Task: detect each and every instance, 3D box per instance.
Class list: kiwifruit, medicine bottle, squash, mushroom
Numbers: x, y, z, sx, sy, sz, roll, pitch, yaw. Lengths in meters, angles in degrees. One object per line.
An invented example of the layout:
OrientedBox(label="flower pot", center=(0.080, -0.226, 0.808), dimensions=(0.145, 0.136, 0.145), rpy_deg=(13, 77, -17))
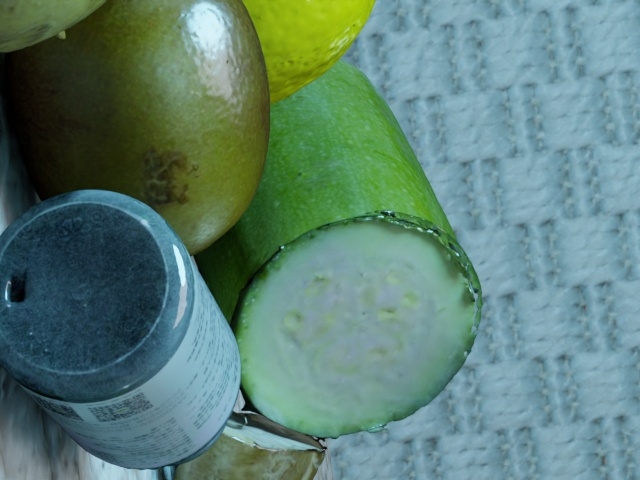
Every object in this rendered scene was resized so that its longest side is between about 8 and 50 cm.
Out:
OrientedBox(label="kiwifruit", center=(-0.129, -0.094, 1.423), dimensions=(0.196, 0.196, 0.234), rpy_deg=(-87, 172, -67))
OrientedBox(label="medicine bottle", center=(-0.134, 0.077, 1.371), dimensions=(0.293, 0.141, 0.141), rpy_deg=(70, 13, -69))
OrientedBox(label="squash", center=(0.000, 0.000, 2.009), dimensions=(0.384, 0.263, 0.263), rpy_deg=(-112, -170, -59))
OrientedBox(label="mushroom", center=(-0.088, 0.240, 1.916), dimensions=(0.285, 0.156, 0.151), rpy_deg=(26, 84, -82))

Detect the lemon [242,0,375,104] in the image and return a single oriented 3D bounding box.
OrientedBox(label="lemon", center=(-0.085, -0.240, 1.663), dimensions=(0.293, 0.293, 0.293), rpy_deg=(-7, 90, -85))

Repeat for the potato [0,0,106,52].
OrientedBox(label="potato", center=(-0.181, -0.208, 1.060), dimensions=(0.266, 0.229, 0.229), rpy_deg=(-56, 141, -60))
